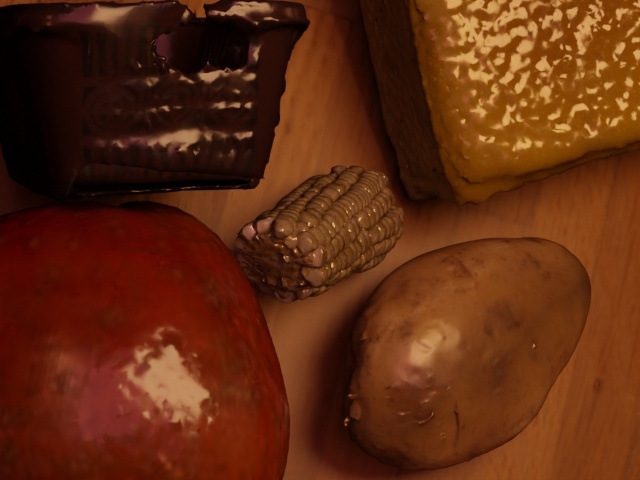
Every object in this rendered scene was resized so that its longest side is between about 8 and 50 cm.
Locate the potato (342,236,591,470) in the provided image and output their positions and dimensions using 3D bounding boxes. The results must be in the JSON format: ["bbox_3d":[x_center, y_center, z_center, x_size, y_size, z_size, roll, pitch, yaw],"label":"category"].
[{"bbox_3d":[0.105,0.078,1.192,0.161,0.128,0.234,44,68,-18],"label":"potato"}]

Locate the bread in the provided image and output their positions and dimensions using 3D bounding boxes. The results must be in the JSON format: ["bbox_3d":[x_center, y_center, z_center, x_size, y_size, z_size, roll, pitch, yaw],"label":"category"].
[{"bbox_3d":[0.193,-0.220,1.215,0.324,0.143,0.333,-14,100,-12],"label":"bread"}]

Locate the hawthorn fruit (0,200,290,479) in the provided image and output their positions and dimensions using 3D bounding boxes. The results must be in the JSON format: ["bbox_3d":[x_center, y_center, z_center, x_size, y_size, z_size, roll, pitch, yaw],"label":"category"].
[{"bbox_3d":[-0.159,0.108,1.046,0.284,0.284,0.284,2,79,-12],"label":"hawthorn fruit"}]

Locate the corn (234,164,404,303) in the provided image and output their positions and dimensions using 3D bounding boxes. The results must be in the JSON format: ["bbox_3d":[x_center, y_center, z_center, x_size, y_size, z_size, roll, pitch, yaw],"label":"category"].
[{"bbox_3d":[0.000,0.000,1.144,0.087,0.211,0.087,6,107,19],"label":"corn"}]

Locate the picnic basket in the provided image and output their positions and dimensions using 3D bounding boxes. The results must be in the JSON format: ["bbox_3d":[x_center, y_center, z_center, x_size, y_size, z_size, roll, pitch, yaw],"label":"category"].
[{"bbox_3d":[-0.135,-0.101,1.095,0.223,0.297,0.129,-4,98,-20],"label":"picnic basket"}]
